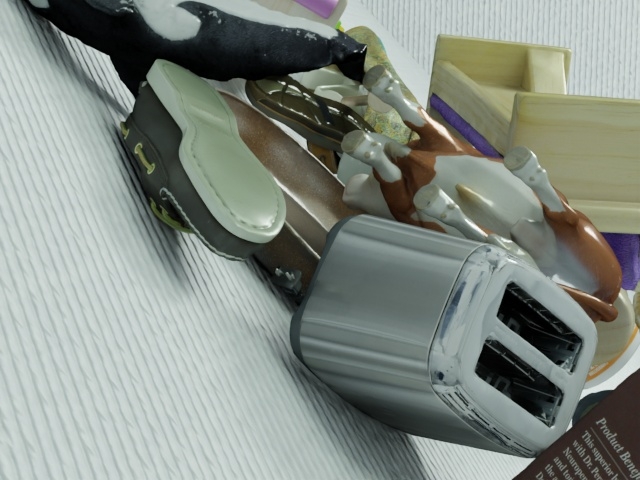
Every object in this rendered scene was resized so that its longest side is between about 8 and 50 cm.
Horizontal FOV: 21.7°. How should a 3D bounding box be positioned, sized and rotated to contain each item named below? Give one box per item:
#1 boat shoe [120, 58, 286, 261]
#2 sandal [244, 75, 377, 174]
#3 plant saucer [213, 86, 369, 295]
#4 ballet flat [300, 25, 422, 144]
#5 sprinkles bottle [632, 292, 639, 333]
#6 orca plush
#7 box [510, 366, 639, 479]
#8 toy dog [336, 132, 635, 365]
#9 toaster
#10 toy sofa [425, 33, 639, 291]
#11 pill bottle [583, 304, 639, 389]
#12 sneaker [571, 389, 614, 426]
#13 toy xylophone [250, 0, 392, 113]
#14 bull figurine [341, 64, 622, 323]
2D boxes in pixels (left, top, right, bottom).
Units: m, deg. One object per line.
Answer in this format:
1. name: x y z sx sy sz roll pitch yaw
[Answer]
1. boat shoe: -0.087 -0.045 1.166 0.081 0.068 0.227 25 21 -30
2. sandal: 0.002 -0.104 1.719 0.219 0.060 0.090 25 30 -34
3. plant saucer: 0.000 0.000 1.377 0.310 0.050 0.310 44 12 -12
4. ballet flat: 0.038 -0.176 1.987 0.123 0.123 0.348 40 11 -29
5. sprinkles bottle: 0.402 0.171 1.730 0.121 0.121 0.355 58 -8 44
6. orca plush: -0.109 -0.153 1.302 0.287 0.102 0.151 13 25 -6
7. box: 0.239 0.214 1.119 0.167 0.203 0.168 35 17 -43
8. toy dog: 0.151 0.044 1.624 0.334 0.161 0.220 36 10 28
9. toaster: 0.087 0.065 1.150 0.146 0.129 0.227 10 -20 42
10. toy sofa: 0.203 -0.081 1.590 0.150 0.177 0.362 4 15 -10
11. pill bottle: 0.260 0.061 1.911 0.216 0.121 0.121 43 12 -15
12. sneaker: 0.328 0.248 1.576 0.121 0.111 0.300 28 20 -47
13. toy xylophone: -0.032 -0.221 1.720 0.236 0.081 0.323 29 1 -17
14. bull figurine: 0.108 -0.031 1.307 0.310 0.101 0.188 30 -10 48
